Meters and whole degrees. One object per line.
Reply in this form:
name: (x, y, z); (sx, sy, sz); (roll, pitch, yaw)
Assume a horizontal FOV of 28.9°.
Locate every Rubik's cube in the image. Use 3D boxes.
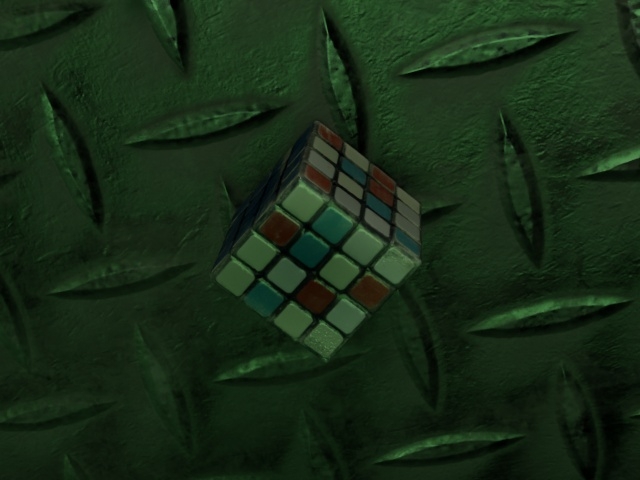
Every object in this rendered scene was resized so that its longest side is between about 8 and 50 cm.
Rubik's cube: (0.000, -0.001, 2.092); (0.253, 0.259, 0.256); (38, 114, -11)
